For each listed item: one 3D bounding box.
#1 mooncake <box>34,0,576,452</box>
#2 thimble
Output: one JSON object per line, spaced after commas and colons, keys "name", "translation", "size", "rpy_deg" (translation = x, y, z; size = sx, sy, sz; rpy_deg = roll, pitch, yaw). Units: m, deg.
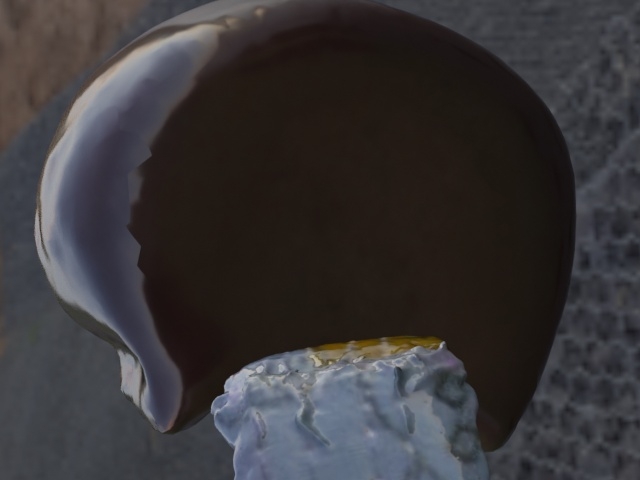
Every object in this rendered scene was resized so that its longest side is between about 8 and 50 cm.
{"name": "mooncake", "translation": [0.000, 0.000, 1.148], "size": [0.333, 0.326, 0.174], "rpy_deg": [67, 160, -11]}
{"name": "thimble", "translation": [0.018, 0.122, 0.829], "size": [0.127, 0.118, 0.151], "rpy_deg": [75, -174, -83]}
